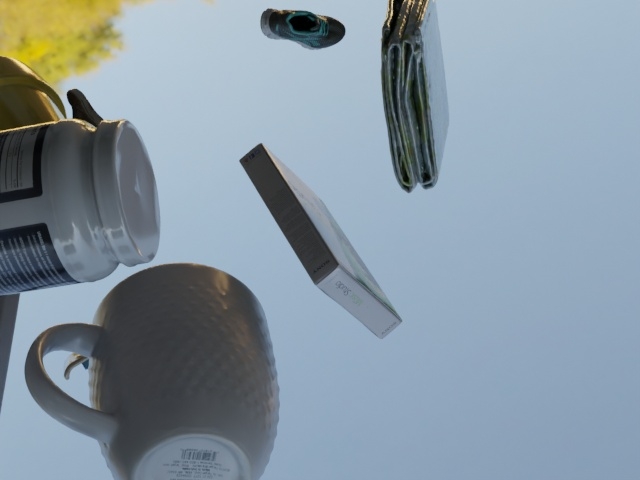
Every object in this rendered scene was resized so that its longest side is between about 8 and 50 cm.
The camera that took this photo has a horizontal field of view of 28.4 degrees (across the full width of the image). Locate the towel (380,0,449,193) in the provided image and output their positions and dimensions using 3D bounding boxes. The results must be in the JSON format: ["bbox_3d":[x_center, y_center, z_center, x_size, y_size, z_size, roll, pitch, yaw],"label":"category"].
[{"bbox_3d":[0.179,-0.303,2.408,0.090,0.321,0.374,-2,-153,12],"label":"towel"}]

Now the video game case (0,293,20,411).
[{"bbox_3d":[-0.574,0.184,1.942,0.299,0.036,0.329,-11,-114,40],"label":"video game case"}]

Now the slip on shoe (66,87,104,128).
[{"bbox_3d":[-0.379,-0.196,2.020,0.041,0.051,0.135,-32,-126,-15],"label":"slip on shoe"}]

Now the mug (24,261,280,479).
[{"bbox_3d":[-0.237,0.218,1.804,0.276,0.374,0.328,-62,-158,25],"label":"mug"}]

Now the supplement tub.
[{"bbox_3d":[-0.339,-0.036,1.463,0.272,0.191,0.191,-9,-149,8],"label":"supplement tub"}]

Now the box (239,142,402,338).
[{"bbox_3d":[0.000,0.000,2.140,0.058,0.232,0.322,-38,-129,9],"label":"box"}]

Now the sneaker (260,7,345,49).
[{"bbox_3d":[-0.017,-0.360,2.151,0.166,0.065,0.076,-2,-176,-36],"label":"sneaker"}]

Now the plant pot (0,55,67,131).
[{"bbox_3d":[-0.507,-0.142,2.091,0.254,0.254,0.239,-36,-129,-18],"label":"plant pot"}]

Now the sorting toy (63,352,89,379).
[{"bbox_3d":[-0.372,0.181,2.277,0.208,0.038,0.193,-35,-174,-10],"label":"sorting toy"}]
